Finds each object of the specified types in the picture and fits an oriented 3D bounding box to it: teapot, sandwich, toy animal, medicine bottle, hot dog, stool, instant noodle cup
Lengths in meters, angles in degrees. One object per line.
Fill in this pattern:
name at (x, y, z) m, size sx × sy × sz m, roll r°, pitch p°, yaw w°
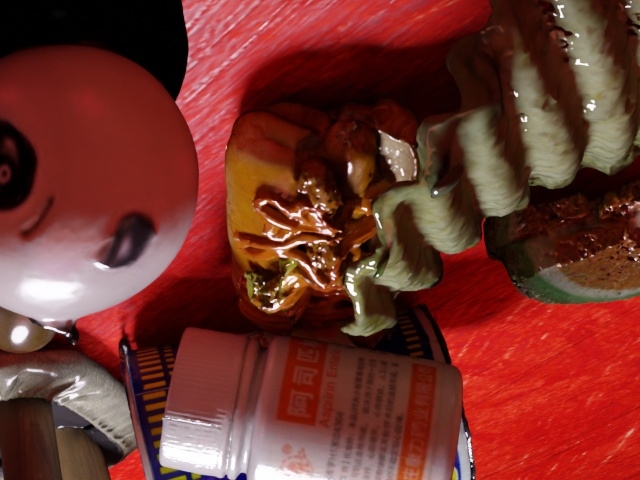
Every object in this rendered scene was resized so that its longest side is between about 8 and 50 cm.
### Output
teapot at (-0.266, 0.046, 1.325) m, size 0.121 × 0.076 × 0.068 m, roll 26°, pitch 138°, yaw -2°
sandwich at (0.261, 0.006, 1.357) m, size 0.159 × 0.079 × 0.235 m, roll -20°, pitch 162°, yaw 32°
toy animal at (-0.160, -0.068, 0.928) m, size 0.165 × 0.235 × 0.187 m, roll 12°, pitch 148°, yaw -26°
medicine bottle at (-0.008, 0.158, 1.330) m, size 0.252 × 0.144 × 0.144 m, roll 7°, pitch 155°, yaw 2°
hot dog at (0.000, 0.000, 1.248) m, size 0.158 × 0.117 × 0.349 m, roll -5°, pitch 155°, yaw -7°
stool at (-0.340, 0.267, 1.588) m, size 0.310 × 0.226 × 0.310 m, roll -13°, pitch 157°, yaw 10°
instant noodle cup at (-0.020, 0.197, 1.516) m, size 0.312 × 0.284 × 0.284 m, roll -15°, pitch 156°, yaw -6°

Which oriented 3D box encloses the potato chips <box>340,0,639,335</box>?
potato chips at (0.164, -0.083, 1.097) m, size 0.373 × 0.097 × 0.389 m, roll -29°, pitch 158°, yaw -19°
